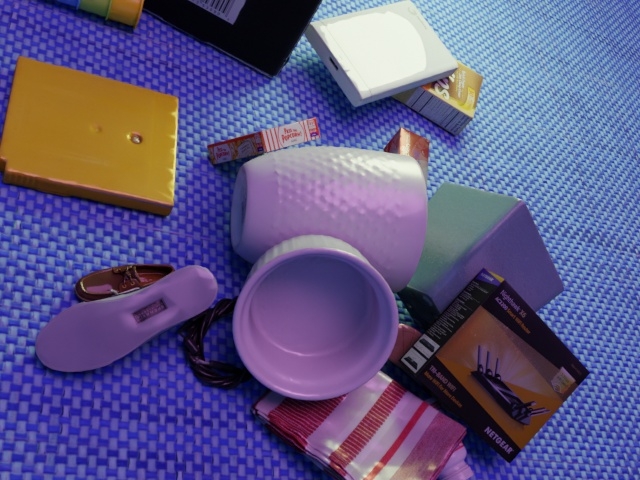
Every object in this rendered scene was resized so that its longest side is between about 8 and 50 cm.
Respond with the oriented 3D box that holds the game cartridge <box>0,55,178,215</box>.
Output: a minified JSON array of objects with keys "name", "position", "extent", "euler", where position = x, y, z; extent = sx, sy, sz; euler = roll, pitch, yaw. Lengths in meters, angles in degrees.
[{"name":"game cartridge","position":[-0.438,-0.200,1.522],"extent":[0.323,0.053,0.285],"euler":[11,54,-22]}]

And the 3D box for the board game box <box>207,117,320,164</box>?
[{"name":"board game box","position":[-0.118,-0.201,1.619],"extent":[0.146,0.193,0.045],"euler":[-21,100,-40]}]

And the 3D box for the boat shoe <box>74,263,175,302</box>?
[{"name":"boat shoe","position":[-0.339,0.067,1.384],"extent":[0.178,0.060,0.064],"euler":[-6,63,-34]}]

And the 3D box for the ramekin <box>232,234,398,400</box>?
[{"name":"ramekin","position":[-0.013,0.123,1.369],"extent":[0.277,0.277,0.135],"euler":[27,14,-13]}]

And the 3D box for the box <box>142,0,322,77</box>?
[{"name":"box","position":[-0.208,-0.723,1.859],"extent":[0.479,0.297,0.472],"euler":[26,47,-14]}]

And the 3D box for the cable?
[{"name":"cable","position":[-0.157,0.181,1.426],"extent":[0.184,0.047,0.150],"euler":[-26,75,-41]}]

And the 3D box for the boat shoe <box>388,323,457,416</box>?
[{"name":"boat shoe","position":[0.221,0.251,1.577],"extent":[0.285,0.103,0.092],"euler":[37,2,-19]}]

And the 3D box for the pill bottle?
[{"name":"pill bottle","position":[0.219,0.383,1.489],"extent":[0.087,0.087,0.160],"euler":[-17,70,-38]}]

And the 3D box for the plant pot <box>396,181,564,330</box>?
[{"name":"plant pot","position":[0.291,0.066,1.615],"extent":[0.252,0.248,0.247],"euler":[-41,119,-17]}]

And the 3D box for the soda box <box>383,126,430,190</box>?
[{"name":"soda box","position":[0.191,-0.132,1.824],"extent":[0.083,0.092,0.263],"euler":[21,51,-16]}]

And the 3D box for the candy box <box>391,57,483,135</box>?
[{"name":"candy box","position":[0.266,-0.433,2.081],"extent":[0.316,0.087,0.183],"euler":[29,51,-9]}]

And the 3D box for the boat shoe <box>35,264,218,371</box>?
[{"name":"boat shoe","position":[-0.320,0.129,1.323],"extent":[0.306,0.105,0.113],"euler":[-29,87,-16]}]

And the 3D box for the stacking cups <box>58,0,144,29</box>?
[{"name":"stacking cups","position":[-0.535,-0.532,1.663],"extent":[0.316,0.096,0.096],"euler":[10,54,-23]}]

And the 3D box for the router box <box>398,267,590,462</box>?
[{"name":"router box","position":[0.337,0.242,1.512],"extent":[0.243,0.081,0.309],"euler":[-48,114,-2]}]

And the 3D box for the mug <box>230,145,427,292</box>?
[{"name":"mug","position":[0.000,0.000,1.518],"extent":[0.328,0.276,0.374],"euler":[5,78,-16]}]

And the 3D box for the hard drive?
[{"name":"hard drive","position":[0.157,-0.472,1.959],"extent":[0.353,0.047,0.233],"euler":[-24,75,-36]}]

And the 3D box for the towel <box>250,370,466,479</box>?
[{"name":"towel","position":[0.071,0.320,1.405],"extent":[0.329,0.037,0.237],"euler":[33,47,17]}]
